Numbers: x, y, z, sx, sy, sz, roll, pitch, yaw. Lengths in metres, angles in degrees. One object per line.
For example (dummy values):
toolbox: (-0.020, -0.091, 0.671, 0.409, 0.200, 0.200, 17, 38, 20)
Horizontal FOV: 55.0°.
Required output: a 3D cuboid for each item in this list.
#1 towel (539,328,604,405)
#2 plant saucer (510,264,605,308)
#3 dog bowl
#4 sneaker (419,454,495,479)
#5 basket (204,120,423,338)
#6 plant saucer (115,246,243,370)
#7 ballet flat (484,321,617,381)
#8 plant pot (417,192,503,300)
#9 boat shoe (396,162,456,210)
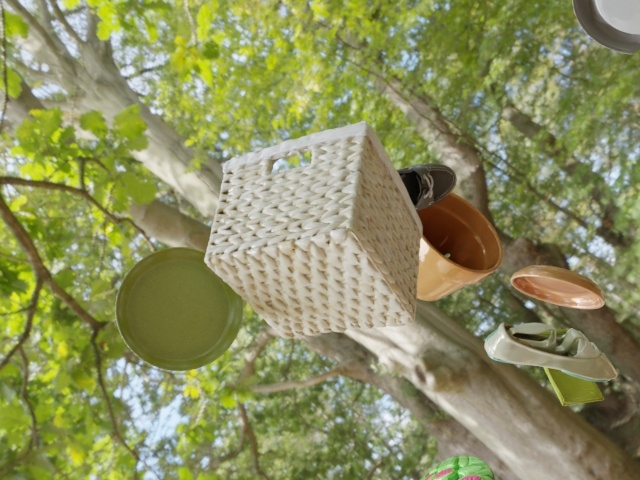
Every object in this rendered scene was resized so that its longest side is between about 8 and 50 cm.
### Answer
towel: (0.619, 0.315, 1.558, 0.102, 0.237, 0.021, -11, -55, 4)
plant saucer: (0.527, 0.101, 1.366, 0.200, 0.200, 0.037, 47, -121, -61)
dog bowl: (0.812, -0.639, 1.511, 0.348, 0.349, 0.102, 93, -160, -47)
sneaker: (0.317, 0.731, 1.605, 0.185, 0.202, 0.482, -34, -19, -51)
basket: (0.000, 0.000, 1.210, 0.331, 0.329, 0.266, 53, -145, -44)
plant saucer: (-0.272, 0.132, 1.193, 0.241, 0.241, 0.037, -36, 0, -24)
ballet flat: (0.415, 0.189, 1.078, 0.249, 0.086, 0.086, 10, -54, -8)
plant pot: (0.316, 0.030, 1.672, 0.291, 0.291, 0.203, -19, -27, -43)
boat shoe: (0.181, -0.112, 1.442, 0.336, 0.095, 0.112, -11, -80, -14)
